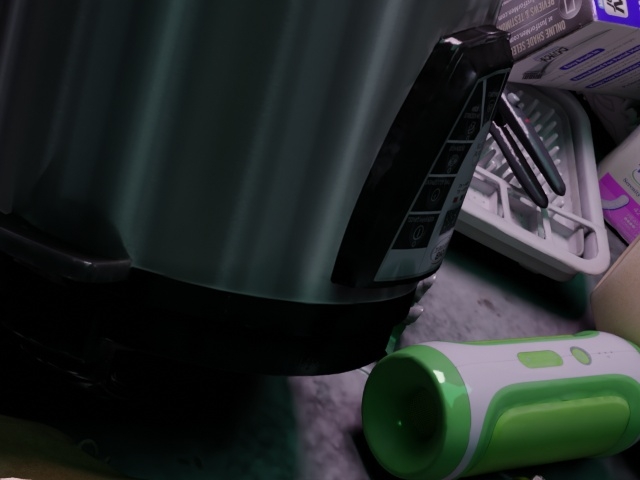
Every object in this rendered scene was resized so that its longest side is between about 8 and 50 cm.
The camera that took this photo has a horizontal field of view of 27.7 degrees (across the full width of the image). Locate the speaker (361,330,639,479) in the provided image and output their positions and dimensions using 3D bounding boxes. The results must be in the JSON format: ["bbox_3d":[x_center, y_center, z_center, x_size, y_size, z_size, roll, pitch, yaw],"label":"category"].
[{"bbox_3d":[0.182,0.149,1.194,0.296,0.131,0.131,0,54,-40],"label":"speaker"}]

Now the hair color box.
[{"bbox_3d":[0.375,-0.252,1.553,0.338,0.185,0.110,1,75,-35],"label":"hair color box"}]

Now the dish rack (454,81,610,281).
[{"bbox_3d":[0.191,-0.104,1.491,0.285,0.072,0.333,25,41,-18],"label":"dish rack"}]

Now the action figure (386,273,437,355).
[{"bbox_3d":[0.000,0.000,1.246,0.232,0.063,0.137,32,42,-6],"label":"action figure"}]

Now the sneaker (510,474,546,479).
[{"bbox_3d":[0.211,0.250,1.162,0.225,0.088,0.093,8,48,-35],"label":"sneaker"}]

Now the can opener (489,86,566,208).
[{"bbox_3d":[0.210,-0.120,1.419,0.073,0.059,0.186,-10,60,-46],"label":"can opener"}]

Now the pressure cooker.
[{"bbox_3d":[-0.076,-0.082,0.991,0.369,0.421,0.375,10,14,-26],"label":"pressure cooker"}]

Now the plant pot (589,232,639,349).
[{"bbox_3d":[0.395,0.068,1.343,0.191,0.284,0.284,41,38,8],"label":"plant pot"}]

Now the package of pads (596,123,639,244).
[{"bbox_3d":[0.492,-0.040,1.557,0.296,0.229,0.101,45,38,5],"label":"package of pads"}]

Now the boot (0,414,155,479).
[{"bbox_3d":[-0.155,0.180,0.915,0.305,0.112,0.115,13,36,-28],"label":"boot"}]

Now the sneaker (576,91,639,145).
[{"bbox_3d":[0.394,-0.210,1.739,0.110,0.118,0.292,-14,83,-38],"label":"sneaker"}]
